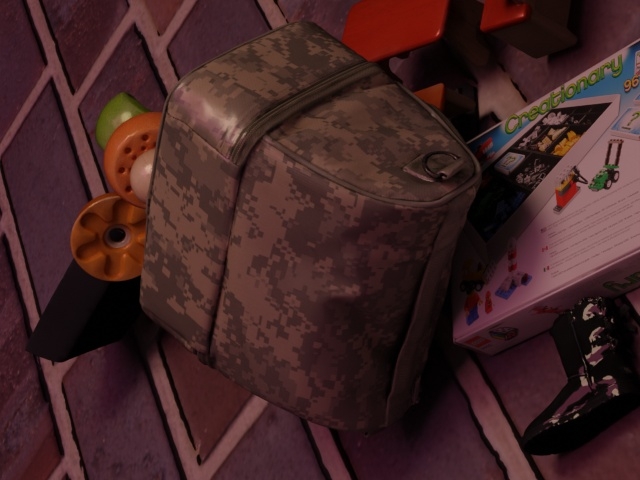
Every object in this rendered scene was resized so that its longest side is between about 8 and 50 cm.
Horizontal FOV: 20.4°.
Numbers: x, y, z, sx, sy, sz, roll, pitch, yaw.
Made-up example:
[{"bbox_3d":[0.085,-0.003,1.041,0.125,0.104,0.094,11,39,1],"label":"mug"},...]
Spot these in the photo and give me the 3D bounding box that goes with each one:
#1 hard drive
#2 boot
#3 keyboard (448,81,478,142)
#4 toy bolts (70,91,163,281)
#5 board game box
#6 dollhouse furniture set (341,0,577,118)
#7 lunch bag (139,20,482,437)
[{"bbox_3d":[-0.223,0.025,2.021,0.054,0.172,0.254,38,111,14],"label":"hard drive"},{"bbox_3d":[0.205,0.107,1.440,0.121,0.045,0.099,-36,46,30],"label":"boot"},{"bbox_3d":[0.109,-0.056,1.695,0.108,0.023,0.180,-33,46,43],"label":"keyboard"},{"bbox_3d":[-0.137,-0.014,1.846,0.218,0.228,0.158,-64,23,19],"label":"toy bolts"},{"bbox_3d":[0.225,-0.044,1.489,0.305,0.053,0.193,-30,49,44],"label":"board game box"},{"bbox_3d":[0.108,-0.217,1.664,0.259,0.135,0.262,-15,55,47],"label":"dollhouse furniture set"},{"bbox_3d":[0.000,0.000,1.570,0.256,0.212,0.305,37,133,26],"label":"lunch bag"}]
